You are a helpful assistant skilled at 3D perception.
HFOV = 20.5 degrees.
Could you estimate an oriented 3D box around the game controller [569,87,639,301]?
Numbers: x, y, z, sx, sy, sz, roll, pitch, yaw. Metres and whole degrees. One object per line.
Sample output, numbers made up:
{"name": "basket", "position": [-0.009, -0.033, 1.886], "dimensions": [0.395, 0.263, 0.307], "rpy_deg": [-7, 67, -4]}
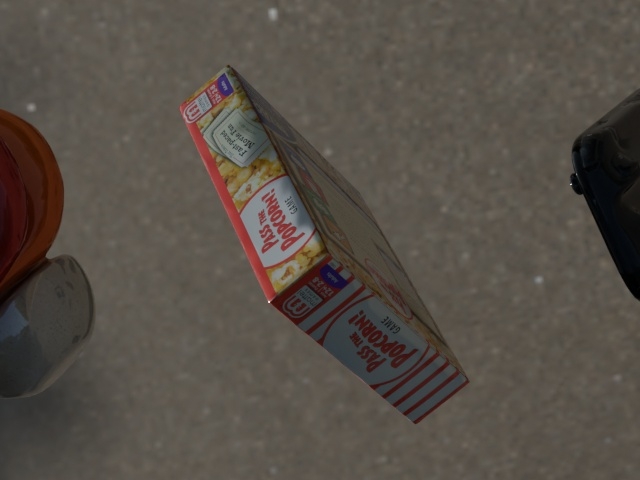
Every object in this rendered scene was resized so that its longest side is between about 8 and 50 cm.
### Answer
{"name": "game controller", "position": [0.317, -0.051, 1.689], "dimensions": [0.067, 0.319, 0.166], "rpy_deg": [-13, 99, 27]}

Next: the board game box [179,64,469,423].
{"name": "board game box", "position": [0.000, 0.000, 1.039], "dimensions": [0.045, 0.147, 0.193], "rpy_deg": [-39, 40, 10]}

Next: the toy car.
{"name": "toy car", "position": [-0.180, 0.009, 0.745], "dimensions": [0.159, 0.182, 0.136], "rpy_deg": [42, 140, 3]}
